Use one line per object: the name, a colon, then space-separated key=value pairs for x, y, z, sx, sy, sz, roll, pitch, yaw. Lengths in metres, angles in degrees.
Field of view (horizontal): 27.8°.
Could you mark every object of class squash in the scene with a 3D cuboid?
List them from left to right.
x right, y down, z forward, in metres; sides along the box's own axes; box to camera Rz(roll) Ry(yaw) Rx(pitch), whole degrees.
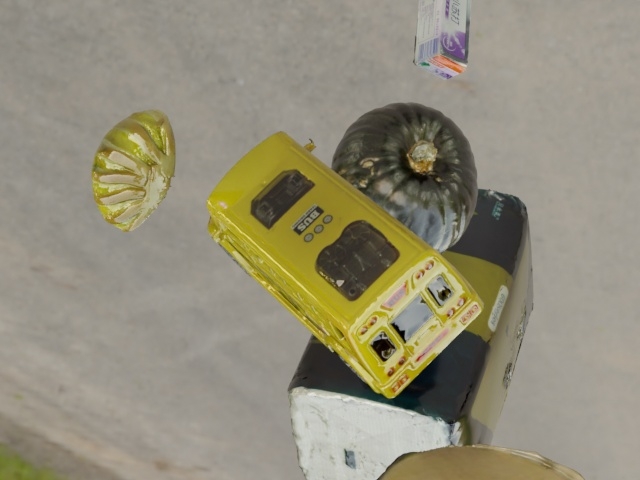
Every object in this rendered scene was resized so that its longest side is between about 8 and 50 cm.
squash: x=0.103 y=-0.072 z=1.545 sx=0.193 sy=0.193 sz=0.156 roll=22 pitch=129 yaw=-25

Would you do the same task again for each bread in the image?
bread: x=-0.240 y=-0.097 z=1.631 sx=0.094 sy=0.157 sz=0.083 roll=35 pitch=174 yaw=-41

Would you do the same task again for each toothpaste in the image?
toothpaste: x=0.137 y=-0.271 z=1.417 sx=0.047 sy=0.196 sz=0.040 roll=21 pitch=151 yaw=-29

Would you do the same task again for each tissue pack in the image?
tissue pack: x=0.138 y=0.142 z=1.803 sx=0.253 sy=0.416 sz=0.264 roll=10 pitch=139 yaw=17

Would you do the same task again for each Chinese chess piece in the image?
Chinese chess piece: x=0.155 y=0.299 z=1.210 sx=0.257 sy=0.257 sz=0.104 roll=8 pitch=120 yaw=8

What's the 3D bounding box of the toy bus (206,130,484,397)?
toy bus: x=0.000 y=0.000 z=1.280 sx=0.331 sy=0.145 sz=0.151 roll=40 pitch=172 yaw=42
